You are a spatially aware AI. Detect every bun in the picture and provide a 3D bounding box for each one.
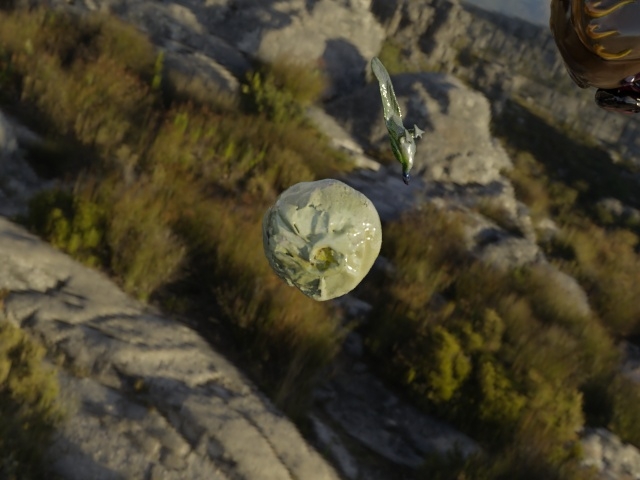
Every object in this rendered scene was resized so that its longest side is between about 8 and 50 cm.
[{"bbox_3d":[0.000,0.000,1.879,0.239,0.239,0.141,19,24,-10],"label":"bun"}]

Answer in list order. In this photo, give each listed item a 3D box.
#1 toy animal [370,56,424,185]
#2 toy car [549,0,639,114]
[{"bbox_3d":[0.129,-0.194,1.626,0.041,0.217,0.075,-23,18,-21],"label":"toy animal"},{"bbox_3d":[0.509,-0.327,1.458,0.340,0.271,0.240,6,-1,14],"label":"toy car"}]
